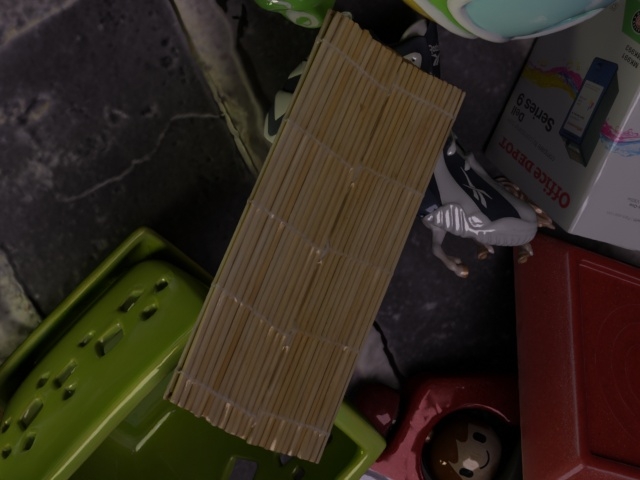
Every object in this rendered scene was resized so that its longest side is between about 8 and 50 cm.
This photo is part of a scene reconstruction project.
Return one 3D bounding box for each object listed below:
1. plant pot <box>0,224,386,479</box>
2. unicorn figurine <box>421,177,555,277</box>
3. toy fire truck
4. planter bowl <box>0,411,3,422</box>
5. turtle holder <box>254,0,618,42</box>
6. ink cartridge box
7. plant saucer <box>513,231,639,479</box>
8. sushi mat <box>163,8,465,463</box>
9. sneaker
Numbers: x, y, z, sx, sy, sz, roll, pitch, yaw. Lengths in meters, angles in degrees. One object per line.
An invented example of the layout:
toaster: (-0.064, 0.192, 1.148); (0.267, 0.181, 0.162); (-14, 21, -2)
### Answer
plant pot: (-0.123, 0.137, 1.517); (0.228, 0.207, 0.227); (-45, 127, 5)
unicorn figurine: (0.119, -0.027, 1.616); (0.162, 0.111, 0.060); (1, 140, -49)
toy fire truck: (0.114, 0.251, 1.723); (0.254, 0.169, 0.302); (27, 87, -15)
planter bowl: (-0.289, 0.227, 1.534); (0.090, 0.217, 0.217); (-21, 134, 30)
turtle holder: (0.118, -0.244, 1.391); (0.320, 0.243, 0.227); (-39, 145, -11)
ink cartridge box: (0.244, -0.120, 1.574); (0.093, 0.154, 0.212); (11, 113, -30)
plant saucer: (0.286, 0.129, 1.697); (0.259, 0.258, 0.048); (19, 149, -33)
sushi mat: (0.000, 0.000, 1.405); (0.151, 0.019, 0.316); (30, 78, -40)
sneaker: (0.088, -0.101, 1.516); (0.235, 0.094, 0.153); (26, 98, 5)
